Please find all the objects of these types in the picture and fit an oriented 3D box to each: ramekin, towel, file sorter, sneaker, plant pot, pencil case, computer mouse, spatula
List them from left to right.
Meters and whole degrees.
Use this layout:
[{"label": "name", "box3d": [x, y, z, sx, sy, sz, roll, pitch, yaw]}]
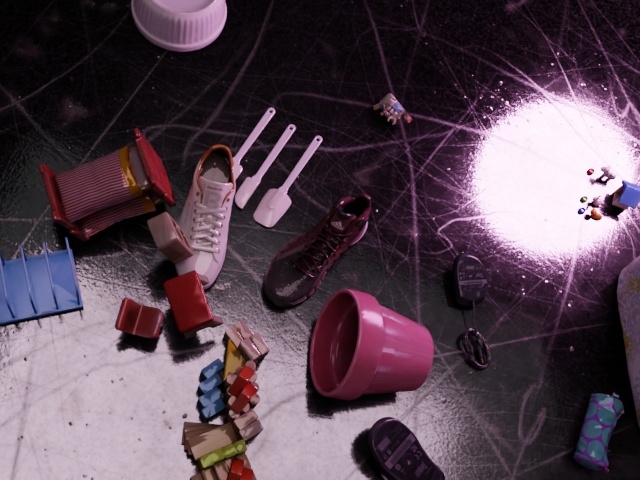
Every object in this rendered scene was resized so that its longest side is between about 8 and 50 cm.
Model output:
[{"label": "file sorter", "box3d": [-0.531, 0.070, 1.571, 0.170, 0.104, 0.118, -11, 71, -16]}, {"label": "ramekin", "box3d": [-0.300, -0.521, 1.856, 0.207, 0.109, 0.207, 4, 68, -11]}, {"label": "sneaker", "box3d": [-0.225, -0.052, 1.675, 0.106, 0.123, 0.289, 8, 74, -10]}, {"label": "spatula", "box3d": [-0.108, -0.157, 1.805, 0.168, 0.019, 0.242, 30, 66, 7]}, {"label": "sneaker", "box3d": [0.000, 0.000, 1.684, 0.106, 0.162, 0.281, 40, 66, 5]}, {"label": "plant pot", "box3d": [0.102, 0.205, 1.622, 0.180, 0.201, 0.201, 14, 65, -24]}, {"label": "computer mouse", "box3d": [0.154, 0.466, 1.590, 0.262, 0.060, 0.184, 45, 58, -4]}, {"label": "computer mouse", "box3d": [0.309, 0.144, 1.771, 0.071, 0.041, 0.241, 0, 75, -14]}, {"label": "pencil case", "box3d": [0.552, 0.377, 1.711, 0.070, 0.064, 0.151, 20, 65, 14]}, {"label": "towel", "box3d": [0.690, 0.179, 1.681, 0.090, 0.320, 0.374, 2, 69, -9]}]

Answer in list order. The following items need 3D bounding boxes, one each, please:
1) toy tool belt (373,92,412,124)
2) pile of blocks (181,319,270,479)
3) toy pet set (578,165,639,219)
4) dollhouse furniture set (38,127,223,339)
[{"label": "toy tool belt", "box3d": [0.158, -0.279, 1.900, 0.051, 0.052, 0.083, -40, 76, 9]}, {"label": "pile of blocks", "box3d": [-0.168, 0.310, 1.552, 0.149, 0.112, 0.361, 4, 67, -11]}, {"label": "toy pet set", "box3d": [0.650, -0.106, 1.925, 0.114, 0.065, 0.122, 20, 66, -4]}, {"label": "dollhouse furniture set", "box3d": [-0.345, 0.011, 1.574, 0.201, 0.152, 0.374, -23, 72, 0]}]
